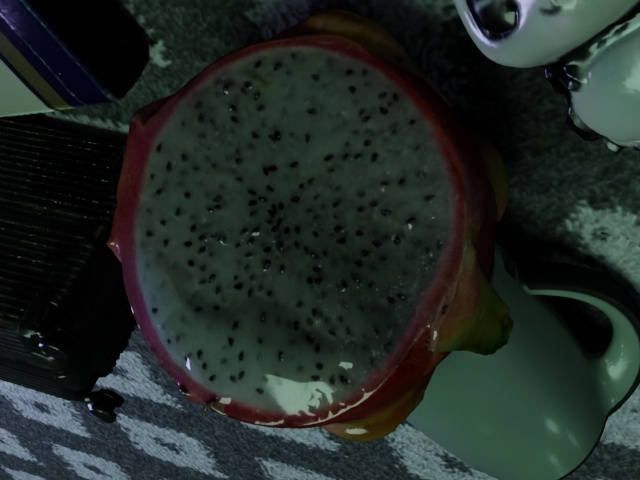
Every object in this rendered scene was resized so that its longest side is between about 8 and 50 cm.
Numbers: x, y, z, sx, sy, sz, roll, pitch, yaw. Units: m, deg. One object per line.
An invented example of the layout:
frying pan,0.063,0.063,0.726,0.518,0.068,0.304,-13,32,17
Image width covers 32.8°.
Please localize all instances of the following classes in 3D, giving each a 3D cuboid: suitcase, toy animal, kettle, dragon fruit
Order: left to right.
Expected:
suitcase,-0.313,0.007,1.040,0.335,0.230,0.152,13,148,19
dragon fruit,0.000,0.000,0.784,0.290,0.291,0.189,10,178,24
kettle,0.162,0.095,0.927,0.221,0.161,0.236,-32,124,20
toy animal,0.140,-0.136,0.568,0.179,0.138,0.166,34,133,-26

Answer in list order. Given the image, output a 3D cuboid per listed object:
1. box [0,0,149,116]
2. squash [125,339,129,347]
box,-0.282,-0.177,0.882,0.259,0.071,0.168,-1,142,36
squash,-0.284,0.063,1.276,0.069,0.069,0.258,6,146,29
